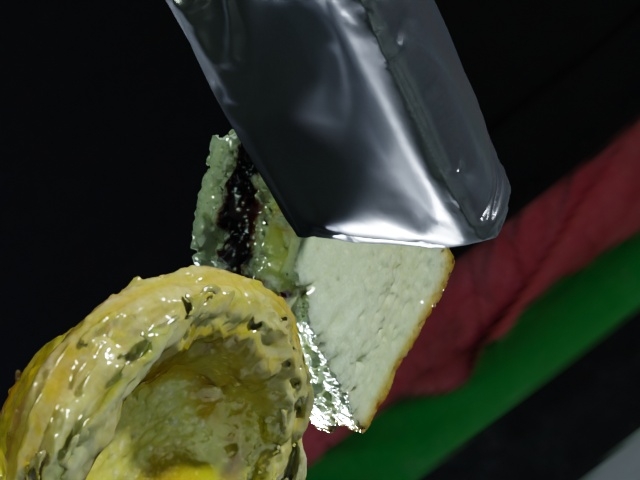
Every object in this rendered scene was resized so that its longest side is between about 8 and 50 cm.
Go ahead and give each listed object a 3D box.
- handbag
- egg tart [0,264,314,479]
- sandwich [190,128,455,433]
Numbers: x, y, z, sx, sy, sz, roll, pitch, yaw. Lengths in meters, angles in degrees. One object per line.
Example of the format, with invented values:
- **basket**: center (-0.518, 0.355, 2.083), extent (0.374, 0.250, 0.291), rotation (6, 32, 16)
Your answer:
- **handbag**: center (0.042, -0.151, 1.445), extent (0.178, 0.275, 0.302), rotation (-48, -57, -33)
- **egg tart**: center (-0.113, 0.144, 1.122), extent (0.288, 0.118, 0.288), rotation (-24, -59, -46)
- **sandwich**: center (0.001, 0.000, 1.744), extent (0.262, 0.131, 0.325), rotation (-59, -39, -33)
